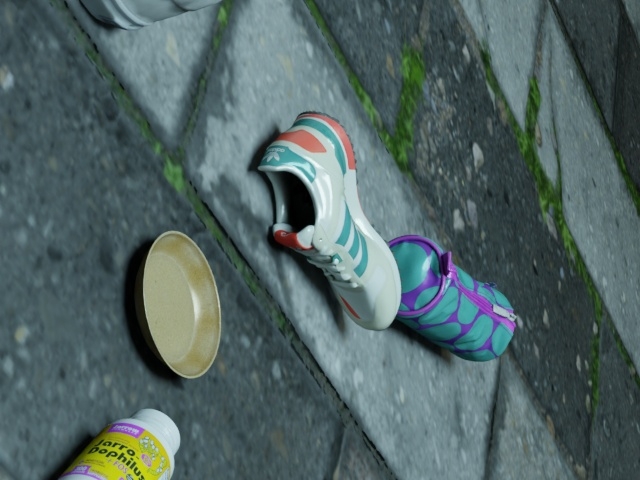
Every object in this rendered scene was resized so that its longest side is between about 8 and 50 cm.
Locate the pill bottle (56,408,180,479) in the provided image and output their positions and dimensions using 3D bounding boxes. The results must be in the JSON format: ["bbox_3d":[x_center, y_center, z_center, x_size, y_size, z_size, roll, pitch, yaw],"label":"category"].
[{"bbox_3d":[-0.100,0.117,0.782,0.083,0.043,0.043,-51,127,-59],"label":"pill bottle"}]

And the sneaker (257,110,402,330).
[{"bbox_3d":[0.000,0.000,1.046,0.075,0.057,0.161,-41,120,-43],"label":"sneaker"}]

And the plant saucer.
[{"bbox_3d":[-0.083,0.037,0.885,0.083,0.015,0.083,38,47,-56],"label":"plant saucer"}]

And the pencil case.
[{"bbox_3d":[0.096,0.045,1.200,0.151,0.070,0.064,32,53,-57],"label":"pencil case"}]

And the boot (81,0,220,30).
[{"bbox_3d":[-0.090,-0.251,0.849,0.095,0.123,0.258,-35,112,-63],"label":"boot"}]
